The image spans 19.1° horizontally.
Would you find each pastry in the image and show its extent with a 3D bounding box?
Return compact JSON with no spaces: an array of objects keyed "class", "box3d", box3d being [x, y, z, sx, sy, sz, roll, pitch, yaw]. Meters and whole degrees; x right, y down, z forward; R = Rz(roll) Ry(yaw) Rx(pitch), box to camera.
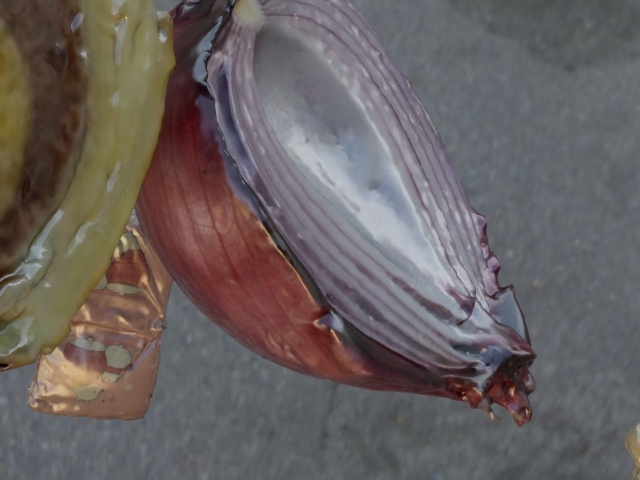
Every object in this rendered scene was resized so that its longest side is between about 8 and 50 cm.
[{"class":"pastry","box3d":[-0.196,-0.072,0.792,0.170,0.236,0.256,-4,68,34]}]

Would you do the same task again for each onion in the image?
[{"class":"onion","box3d":[0.000,0.000,0.978,0.283,0.120,0.227,53,31,-12]}]

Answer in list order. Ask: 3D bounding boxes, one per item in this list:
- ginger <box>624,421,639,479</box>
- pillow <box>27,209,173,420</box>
[{"class":"ginger","box3d":[0.239,0.130,1.234,0.258,0.149,0.065,-44,55,2]},{"class":"pillow","box3d":[-0.226,0.075,1.990,0.135,0.248,0.049,8,26,-10]}]
